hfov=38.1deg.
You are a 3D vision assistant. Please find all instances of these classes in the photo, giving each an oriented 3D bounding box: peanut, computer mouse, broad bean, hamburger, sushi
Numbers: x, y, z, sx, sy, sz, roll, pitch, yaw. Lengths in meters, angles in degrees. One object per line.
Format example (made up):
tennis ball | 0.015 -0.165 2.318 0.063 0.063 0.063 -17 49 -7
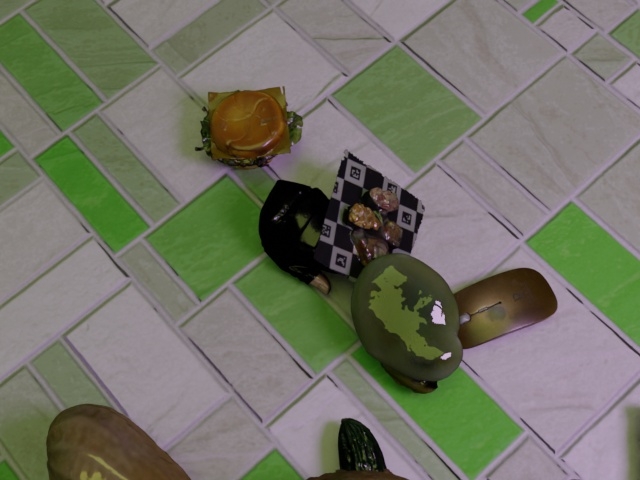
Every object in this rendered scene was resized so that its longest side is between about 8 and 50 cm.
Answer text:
peanut | -0.280 0.383 1.373 0.340 0.158 0.174 37 51 14
computer mouse | 0.292 0.111 1.527 0.199 0.045 0.102 -19 64 -6
broad bean | 0.139 0.132 1.476 0.169 0.100 0.227 -11 80 -2
hamburger | -0.125 -0.196 1.661 0.190 0.093 0.164 4 68 6
sushi | 0.095 -0.024 1.536 0.193 0.040 0.210 31 62 -26

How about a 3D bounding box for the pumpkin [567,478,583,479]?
pumpkin | 0.353 0.441 1.341 0.183 0.107 0.119 -45 64 -8

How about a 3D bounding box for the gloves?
gloves | 0.000 0.000 1.561 0.204 0.124 0.164 20 89 18

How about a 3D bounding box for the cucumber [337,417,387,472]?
cucumber | 0.075 0.395 1.395 0.077 0.077 0.265 -6 65 0

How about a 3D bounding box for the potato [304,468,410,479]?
potato | 0.019 0.476 1.169 0.442 0.319 0.385 -8 70 18
